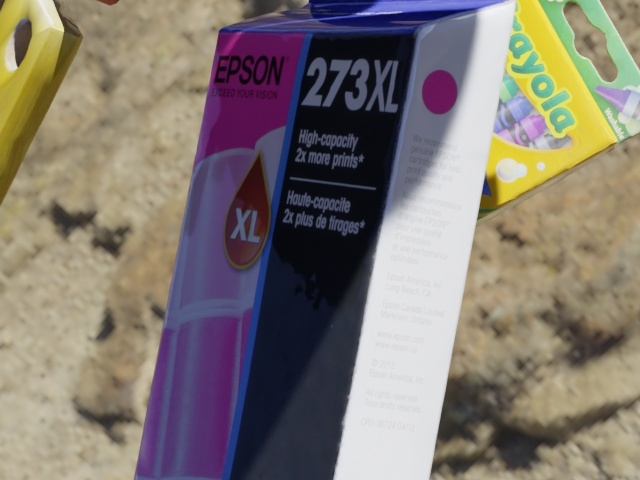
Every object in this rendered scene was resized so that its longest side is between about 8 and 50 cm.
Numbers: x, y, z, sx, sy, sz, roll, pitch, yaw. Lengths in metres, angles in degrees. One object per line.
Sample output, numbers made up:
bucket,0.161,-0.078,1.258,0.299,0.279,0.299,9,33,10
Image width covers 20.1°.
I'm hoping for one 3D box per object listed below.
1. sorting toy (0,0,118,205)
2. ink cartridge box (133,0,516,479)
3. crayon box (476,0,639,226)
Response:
sorting toy,-0.085,-0.138,0.424,0.132,0.046,0.274,-43,43,38
ink cartridge box,0.000,0.000,0.891,0.176,0.069,0.371,9,86,55
crayon box,0.134,-0.123,1.691,0.323,0.203,0.083,-30,-5,8
